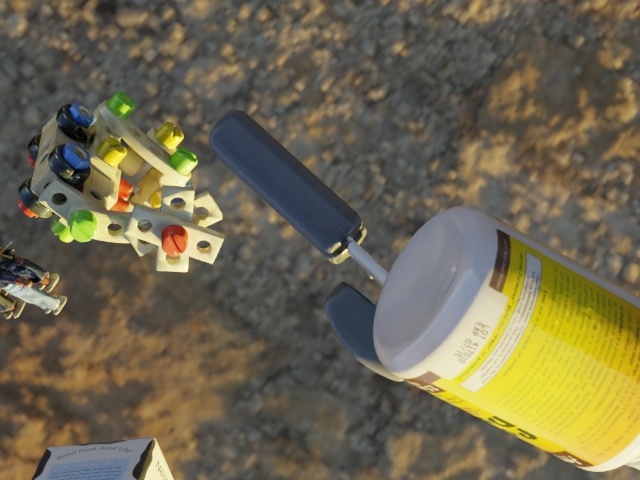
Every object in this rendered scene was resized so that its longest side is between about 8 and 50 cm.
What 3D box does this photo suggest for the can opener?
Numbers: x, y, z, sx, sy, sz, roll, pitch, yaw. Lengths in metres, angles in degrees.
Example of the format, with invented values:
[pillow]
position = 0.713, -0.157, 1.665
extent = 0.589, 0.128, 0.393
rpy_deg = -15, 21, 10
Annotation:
[can opener]
position = 0.000, 0.000, 1.480
extent = 0.280, 0.093, 0.074
rpy_deg = 47, 174, 13

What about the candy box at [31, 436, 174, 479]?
[candy box]
position = -0.115, 0.229, 0.877
extent = 0.070, 0.196, 0.164
rpy_deg = -8, 123, 19

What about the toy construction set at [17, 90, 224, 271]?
[toy construction set]
position = -0.221, -0.057, 1.890
extent = 0.215, 0.327, 0.151
rpy_deg = 37, 98, -22

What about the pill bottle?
[pill bottle]
position = 0.149, 0.072, 1.071
extent = 0.215, 0.117, 0.117
rpy_deg = 28, 141, -21

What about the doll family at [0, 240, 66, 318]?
[doll family]
position = -0.357, 0.039, 1.829
extent = 0.111, 0.076, 0.193
rpy_deg = 37, 148, -32
